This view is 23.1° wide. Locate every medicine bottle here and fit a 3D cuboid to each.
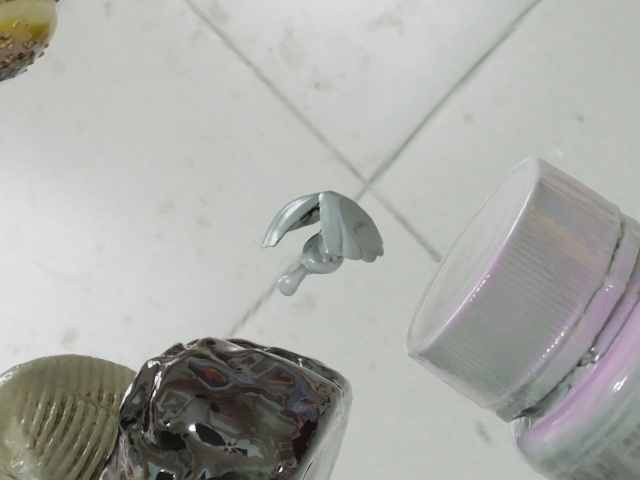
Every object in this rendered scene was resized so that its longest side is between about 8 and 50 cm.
[{"bbox_3d":[0.246,0.093,1.296,0.302,0.241,0.241,34,91,-6],"label":"medicine bottle"}]

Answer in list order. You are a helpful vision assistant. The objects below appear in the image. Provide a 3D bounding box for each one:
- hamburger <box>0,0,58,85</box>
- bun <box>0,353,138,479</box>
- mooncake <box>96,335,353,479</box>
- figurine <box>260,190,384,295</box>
[{"bbox_3d":[-0.197,-0.115,0.829,0.126,0.141,0.081,-19,101,52],"label":"hamburger"},{"bbox_3d":[-0.315,0.279,1.874,0.205,0.281,0.281,-51,51,34],"label":"bun"},{"bbox_3d":[-0.118,0.278,1.558,0.212,0.350,0.381,24,81,15],"label":"mooncake"},{"bbox_3d":[0.000,0.000,1.321,0.086,0.094,0.082,-36,86,31],"label":"figurine"}]
